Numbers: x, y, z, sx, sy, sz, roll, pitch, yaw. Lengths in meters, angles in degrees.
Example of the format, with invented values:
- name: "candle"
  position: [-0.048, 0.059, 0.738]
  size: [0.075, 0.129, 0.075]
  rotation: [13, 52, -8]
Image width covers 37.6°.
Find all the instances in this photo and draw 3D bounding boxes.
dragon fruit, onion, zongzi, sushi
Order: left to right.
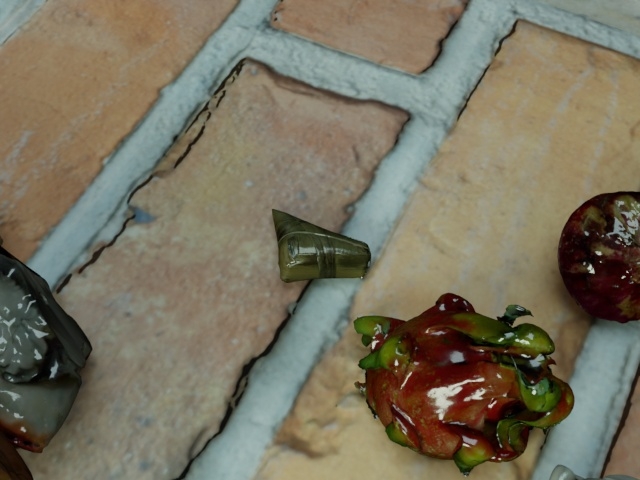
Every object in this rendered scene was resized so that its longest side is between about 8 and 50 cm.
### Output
- name: "sushi"
  position: [-0.272, 0.035, 0.696]
  size: [0.130, 0.124, 0.332]
  rotation: [-40, 65, -12]
- name: "zongzi"
  position: [0.000, 0.000, 0.789]
  size: [0.076, 0.040, 0.083]
  rotation: [0, 37, -10]
- name: "dragon fruit"
  position: [0.113, 0.096, 0.683]
  size: [0.142, 0.175, 0.138]
  rotation: [24, 63, -22]
- name: "onion"
  position: [0.241, 0.011, 0.753]
  size: [0.107, 0.097, 0.107]
  rotation: [0, 93, -7]

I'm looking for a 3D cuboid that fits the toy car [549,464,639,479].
- name: "toy car"
  position: [0.172, 0.204, 0.595]
  size: [0.112, 0.112, 0.139]
  rotation: [37, 61, 21]

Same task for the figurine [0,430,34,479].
- name: "figurine"
  position: [-0.345, 0.213, 0.512]
  size: [0.382, 0.186, 0.261]
  rotation: [-39, 76, -11]
